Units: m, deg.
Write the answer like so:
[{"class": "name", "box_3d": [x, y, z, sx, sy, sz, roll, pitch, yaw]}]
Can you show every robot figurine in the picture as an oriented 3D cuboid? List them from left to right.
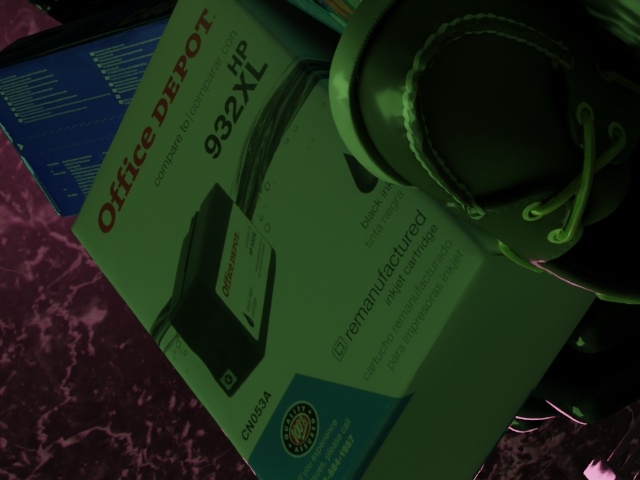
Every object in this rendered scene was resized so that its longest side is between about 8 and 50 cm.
[{"class": "robot figurine", "box_3d": [0.120, 0.014, 1.155, 0.173, 0.209, 0.278, 19, -167, -45]}]

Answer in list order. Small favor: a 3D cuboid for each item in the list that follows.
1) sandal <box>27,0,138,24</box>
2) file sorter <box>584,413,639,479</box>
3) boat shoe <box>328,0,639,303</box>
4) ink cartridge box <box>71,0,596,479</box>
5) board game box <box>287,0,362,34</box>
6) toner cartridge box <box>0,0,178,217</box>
[{"class": "sandal", "box_3d": [-0.126, -0.205, 1.576, 0.446, 0.167, 0.107, 43, -154, 1]}, {"class": "file sorter", "box_3d": [0.312, 0.155, 1.095, 0.193, 0.173, 0.277, 36, 180, 3]}, {"class": "boat shoe", "box_3d": [0.110, -0.042, 0.791, 0.091, 0.109, 0.305, 36, -175, 33]}, {"class": "ink cartridge box", "box_3d": [0.000, 0.000, 1.062, 0.129, 0.223, 0.307, 2, -144, -44]}, {"class": "board game box", "box_3d": [0.003, -0.154, 0.918, 0.210, 0.047, 0.160, 36, 180, 34]}, {"class": "toner cartridge box", "box_3d": [-0.149, -0.122, 1.481, 0.347, 0.075, 0.165, -7, 120, 46]}]
